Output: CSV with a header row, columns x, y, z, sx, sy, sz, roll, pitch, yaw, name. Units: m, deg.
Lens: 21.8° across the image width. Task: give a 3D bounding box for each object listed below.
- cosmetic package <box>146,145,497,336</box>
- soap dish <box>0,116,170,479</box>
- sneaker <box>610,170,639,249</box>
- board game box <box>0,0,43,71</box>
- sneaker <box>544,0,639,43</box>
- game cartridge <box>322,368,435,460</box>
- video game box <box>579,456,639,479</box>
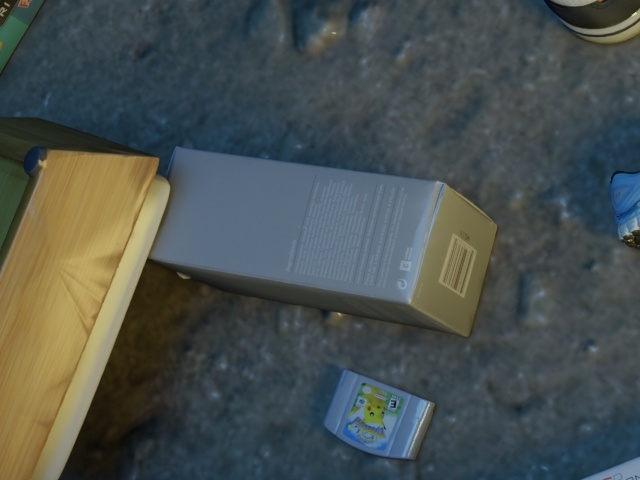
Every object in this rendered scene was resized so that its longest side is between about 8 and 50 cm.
x,y,z,sx,sy,sz,roll,pitch,yaw,name
0.000,0.000,1.293,0.238,0.127,0.107,13,82,27,cosmetic package
-0.255,0.042,1.324,0.229,0.118,0.290,20,87,54,soap dish
0.280,-0.059,1.209,0.162,0.063,0.073,-27,62,17,sneaker
-0.380,-0.333,1.601,0.336,0.079,0.253,32,91,30,board game box
0.217,-0.322,1.280,0.126,0.127,0.321,-5,72,26,sneaker
0.043,0.138,1.296,0.083,0.017,0.056,18,88,29,game cartridge
0.243,0.250,1.149,0.187,0.048,0.205,-27,66,20,video game box
